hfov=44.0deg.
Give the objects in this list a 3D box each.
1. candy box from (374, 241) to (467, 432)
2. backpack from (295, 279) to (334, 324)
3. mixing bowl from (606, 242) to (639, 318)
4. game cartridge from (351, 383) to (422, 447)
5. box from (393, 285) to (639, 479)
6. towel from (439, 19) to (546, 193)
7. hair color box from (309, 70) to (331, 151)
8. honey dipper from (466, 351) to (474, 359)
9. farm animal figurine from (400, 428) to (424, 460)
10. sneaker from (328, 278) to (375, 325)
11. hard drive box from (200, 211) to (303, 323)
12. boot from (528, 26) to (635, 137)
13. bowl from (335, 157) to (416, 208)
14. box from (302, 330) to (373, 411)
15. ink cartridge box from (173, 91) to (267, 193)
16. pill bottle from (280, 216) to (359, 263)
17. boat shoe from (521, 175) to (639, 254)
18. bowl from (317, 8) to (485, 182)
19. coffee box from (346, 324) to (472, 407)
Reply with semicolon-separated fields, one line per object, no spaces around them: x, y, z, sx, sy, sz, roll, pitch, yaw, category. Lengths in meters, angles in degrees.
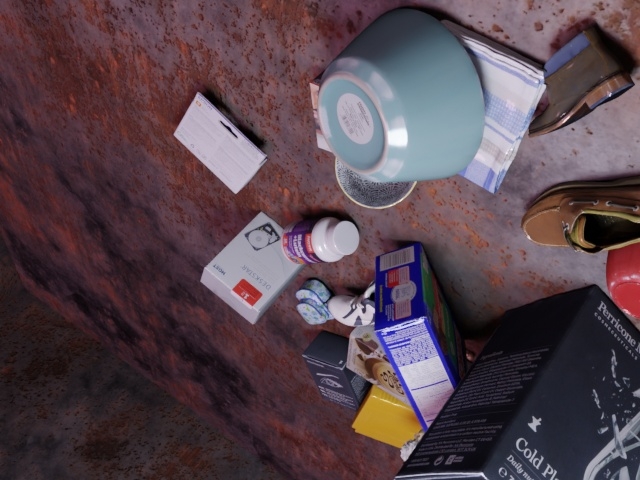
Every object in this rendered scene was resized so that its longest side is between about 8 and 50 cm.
0.226;0.212;1.738;0.122;0.268;0.317;-17;122;16;candy box
-0.013;0.168;2.141;0.105;0.084;0.114;-15;115;52;backpack
0.565;0.072;1.362;0.181;0.098;0.181;29;146;22;mixing bowl
0.264;0.514;2.199;0.324;0.052;0.285;20;146;1;game cartridge
0.489;0.436;1.537;0.480;0.471;0.297;46;148;-7;box
0.260;-0.225;1.373;0.209;0.034;0.285;33;143;17;towel
0.037;-0.250;1.595;0.093;0.053;0.167;25;144;28;hair color box
0.305;0.242;1.932;0.161;0.030;0.030;35;148;9;honey dipper
0.378;0.440;1.881;0.326;0.331;0.172;120;140;-63;farm animal figurine
0.114;0.144;1.960;0.235;0.094;0.153;18;140;34;sneaker
-0.163;0.069;2.040;0.181;0.232;0.089;38;149;5;hard drive box
0.382;-0.239;1.227;0.106;0.082;0.219;64;152;4;boot
0.121;-0.148;1.573;0.170;0.170;0.080;34;-168;12;bowl
0.062;0.381;2.298;0.153;0.108;0.207;14;139;37;box
-0.236;-0.242;1.916;0.223;0.045;0.224;44;148;-5;ink cartridge box
0.000;0.000;1.893;0.194;0.108;0.108;-6;125;51;pill bottle
0.452;-0.035;1.346;0.110;0.104;0.307;50;148;-13;boat shoe
0.111;-0.222;1.360;0.312;0.163;0.311;36;141;36;bowl
0.223;0.322;2.033;0.297;0.119;0.168;29;146;20;coffee box
